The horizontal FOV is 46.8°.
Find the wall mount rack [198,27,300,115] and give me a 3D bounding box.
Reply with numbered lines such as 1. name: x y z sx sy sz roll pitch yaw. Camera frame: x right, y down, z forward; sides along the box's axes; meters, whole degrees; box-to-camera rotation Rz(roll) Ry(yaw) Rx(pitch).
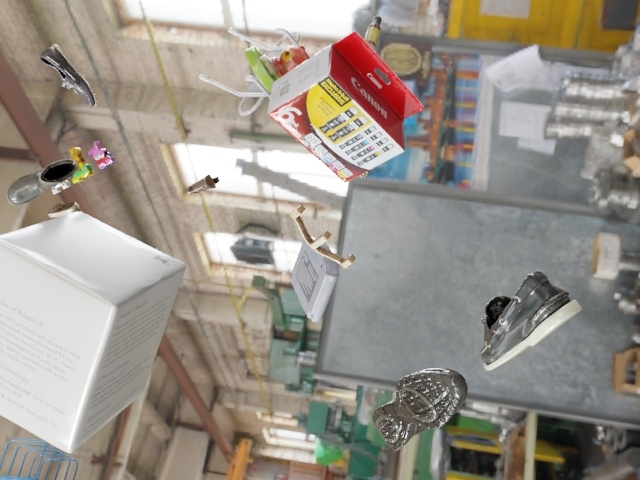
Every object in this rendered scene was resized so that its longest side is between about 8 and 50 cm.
1. wall mount rack: -0.233 -0.592 2.467 0.130 0.304 0.350 41 -108 -39

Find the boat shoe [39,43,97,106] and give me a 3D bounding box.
1. boat shoe: -0.729 -0.464 2.135 0.065 0.206 0.075 -44 15 -33

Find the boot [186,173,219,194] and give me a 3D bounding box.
1. boot: -0.330 -0.149 2.037 0.118 0.086 0.042 -33 -78 -76

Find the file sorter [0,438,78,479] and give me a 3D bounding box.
1. file sorter: -0.699 0.571 1.838 0.170 0.118 0.105 67 -154 -54

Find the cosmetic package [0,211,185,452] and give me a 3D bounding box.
1. cosmetic package: -0.573 0.196 1.724 0.394 0.327 0.329 -68 -10 18

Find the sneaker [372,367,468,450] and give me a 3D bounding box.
1. sneaker: 0.200 0.293 1.378 0.109 0.130 0.286 57 148 13

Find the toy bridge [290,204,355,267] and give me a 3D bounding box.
1. toy bridge: 0.000 0.000 1.732 0.063 0.188 0.026 -35 14 48

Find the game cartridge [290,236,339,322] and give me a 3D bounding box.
1. game cartridge: -0.020 0.110 2.404 0.198 0.062 0.297 -65 23 18

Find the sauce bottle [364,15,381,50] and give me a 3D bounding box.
1. sauce bottle: 0.165 -0.644 2.295 0.042 0.042 0.128 86 -160 -61

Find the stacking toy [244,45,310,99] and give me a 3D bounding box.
1. stacking toy: -0.068 -0.430 2.053 0.309 0.130 0.279 62 -169 13

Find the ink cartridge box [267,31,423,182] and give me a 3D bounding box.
1. ink cartridge box: 0.071 -0.328 1.868 0.309 0.271 0.130 38 -140 -34

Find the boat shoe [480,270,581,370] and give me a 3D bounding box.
1. boat shoe: 0.359 0.149 1.373 0.113 0.127 0.340 54 166 15

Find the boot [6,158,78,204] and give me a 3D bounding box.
1. boot: -0.737 -0.154 1.954 0.076 0.189 0.208 60 161 -21

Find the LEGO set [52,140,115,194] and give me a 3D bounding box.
1. LEGO set: -0.677 -0.226 2.101 0.093 0.227 0.087 62 -158 -9

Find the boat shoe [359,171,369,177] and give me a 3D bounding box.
1. boat shoe: 0.106 -0.274 2.188 0.060 0.064 0.178 -23 -90 -51

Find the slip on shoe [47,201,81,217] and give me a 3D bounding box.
1. slip on shoe: -0.701 -0.077 2.031 0.041 0.135 0.051 56 -133 -30
